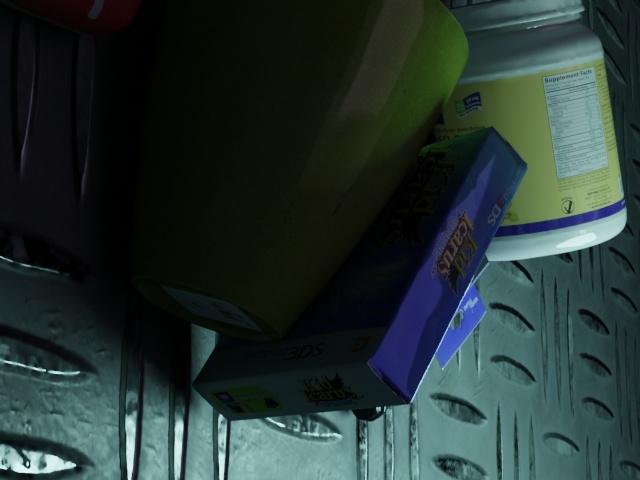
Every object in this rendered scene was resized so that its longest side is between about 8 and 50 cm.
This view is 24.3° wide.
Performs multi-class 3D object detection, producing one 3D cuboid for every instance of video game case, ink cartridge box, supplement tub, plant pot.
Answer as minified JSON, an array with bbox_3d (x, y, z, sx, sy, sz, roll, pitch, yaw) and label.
[{"bbox_3d":[0.034,0.032,1.330,0.061,0.244,0.269,46,55,-25],"label":"video game case"},{"bbox_3d":[0.147,0.027,1.835,0.208,0.045,0.206,62,27,-7],"label":"ink cartridge box"},{"bbox_3d":[0.267,-0.156,1.978,0.241,0.241,0.331,-28,109,-64],"label":"supplement tub"},{"bbox_3d":[-0.047,-0.073,1.275,0.275,0.275,0.293,46,60,-54],"label":"plant pot"}]

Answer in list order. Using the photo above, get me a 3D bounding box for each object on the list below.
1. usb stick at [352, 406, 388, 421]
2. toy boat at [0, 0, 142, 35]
[{"bbox_3d":[0.093,0.129,1.758,0.278,0.045,0.077,-40,119,-61],"label":"usb stick"},{"bbox_3d":[-0.175,-0.247,1.118,0.231,0.151,0.151,12,73,-65],"label":"toy boat"}]
